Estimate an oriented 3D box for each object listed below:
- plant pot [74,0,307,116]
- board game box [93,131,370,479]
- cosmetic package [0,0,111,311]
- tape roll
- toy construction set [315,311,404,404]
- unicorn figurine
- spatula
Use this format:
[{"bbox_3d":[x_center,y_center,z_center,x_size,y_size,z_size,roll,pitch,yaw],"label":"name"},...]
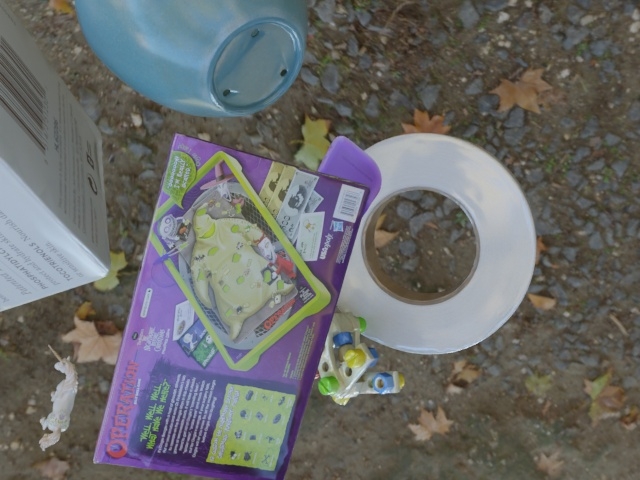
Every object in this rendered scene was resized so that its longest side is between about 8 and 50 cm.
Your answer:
[{"bbox_3d":[-0.128,-0.268,0.803,0.290,0.195,0.290,-28,149,-19],"label":"plant pot"},{"bbox_3d":[-0.095,0.081,0.675,0.208,0.056,0.347,14,98,-20],"label":"board game box"},{"bbox_3d":[-0.572,-0.095,0.945,0.393,0.330,0.327,-18,146,2],"label":"cosmetic package"},{"bbox_3d":[0.180,0.007,1.132,0.391,0.072,0.392,3,99,19],"label":"tape roll"},{"bbox_3d":[-0.027,0.239,1.128,0.327,0.215,0.151,-36,153,20],"label":"toy construction set"},{"bbox_3d":[-0.446,0.271,1.102,0.060,0.162,0.111,4,156,-32],"label":"unicorn figurine"},{"bbox_3d":[0.000,0.000,0.842,0.030,0.084,0.296,-34,157,-42],"label":"spatula"}]
